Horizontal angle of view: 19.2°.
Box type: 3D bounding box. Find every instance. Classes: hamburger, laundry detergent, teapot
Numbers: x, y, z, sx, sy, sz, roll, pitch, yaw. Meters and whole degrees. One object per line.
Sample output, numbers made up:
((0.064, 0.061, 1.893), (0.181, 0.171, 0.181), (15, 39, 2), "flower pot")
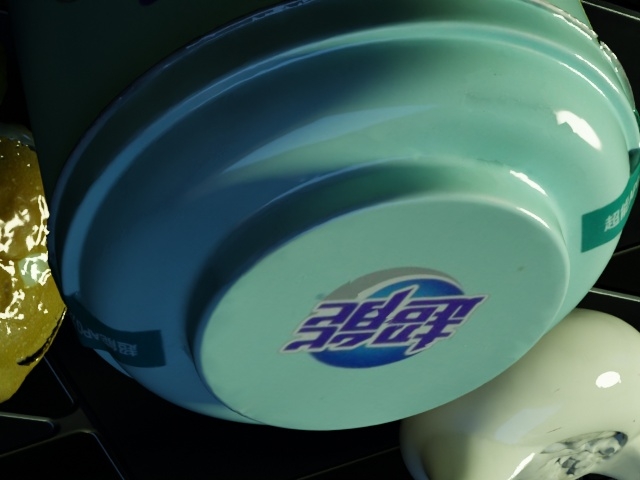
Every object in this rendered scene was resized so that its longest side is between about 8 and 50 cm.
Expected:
((-0.222, 0.006, 1.088), (0.113, 0.185, 0.177), (-1, -159, 41), "hamburger")
((-0.006, -0.080, 0.941), (0.287, 0.305, 0.287), (-11, 143, -8), "laundry detergent")
((0.171, 0.136, 1.427), (0.298, 0.139, 0.204), (-6, 149, -33), "teapot")

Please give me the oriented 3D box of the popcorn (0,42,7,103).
((-0.250, -0.092, 0.925), (0.155, 0.197, 0.197), (-48, 143, -7), "popcorn")
